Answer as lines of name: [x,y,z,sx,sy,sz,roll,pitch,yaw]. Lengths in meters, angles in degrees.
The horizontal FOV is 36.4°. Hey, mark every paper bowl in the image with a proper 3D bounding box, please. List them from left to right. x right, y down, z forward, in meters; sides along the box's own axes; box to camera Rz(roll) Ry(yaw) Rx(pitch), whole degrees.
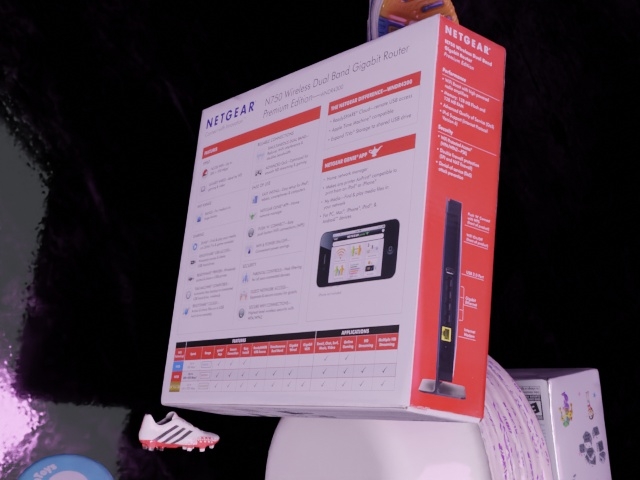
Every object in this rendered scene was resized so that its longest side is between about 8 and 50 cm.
paper bowl: [0.059,0.226,0.895,0.148,0.284,0.284,9,78,-39]

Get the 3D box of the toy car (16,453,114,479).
toy car: [-0.276,0.280,0.677,0.238,0.219,0.210,7,33,-10]

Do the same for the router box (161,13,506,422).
router box: [0.000,0.000,0.844,0.082,0.335,0.301,17,73,-37]

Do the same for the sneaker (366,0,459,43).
sneaker: [0.113,-0.157,1.113,0.112,0.131,0.296,-8,114,-7]

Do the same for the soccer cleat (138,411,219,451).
soccer cleat: [-0.130,0.178,0.911,0.083,0.029,0.035,8,83,-35]

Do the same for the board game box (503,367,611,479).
board game box: [0.195,0.294,1.044,0.098,0.224,0.303,-3,86,-43]
